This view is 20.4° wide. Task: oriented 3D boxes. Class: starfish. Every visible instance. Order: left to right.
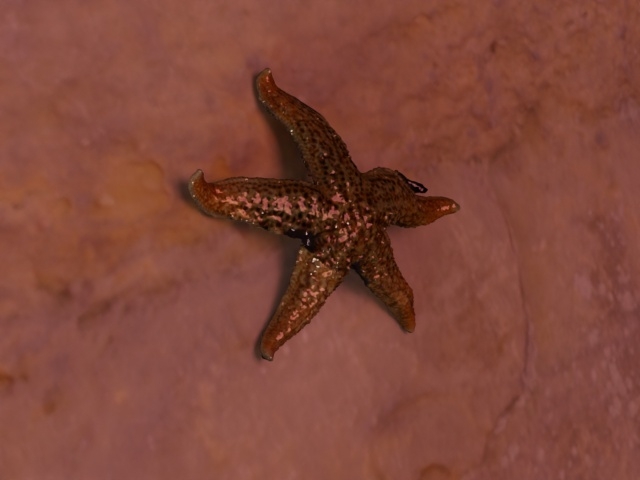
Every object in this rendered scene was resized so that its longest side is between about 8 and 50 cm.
[{"bbox_3d":[0.000,0.000,1.117,0.208,0.053,0.176,32,68,-28],"label":"starfish"}]
